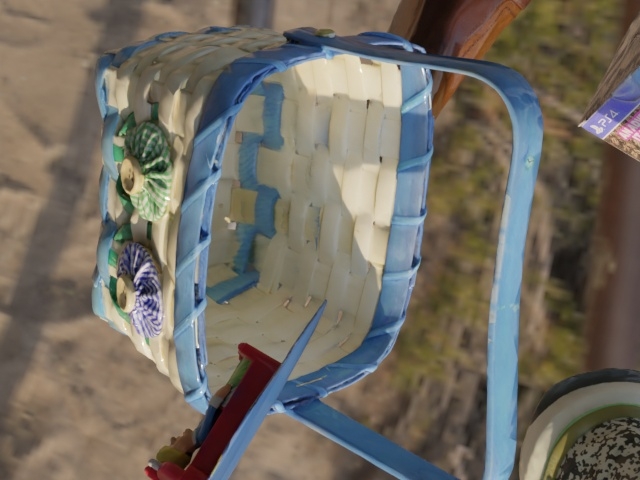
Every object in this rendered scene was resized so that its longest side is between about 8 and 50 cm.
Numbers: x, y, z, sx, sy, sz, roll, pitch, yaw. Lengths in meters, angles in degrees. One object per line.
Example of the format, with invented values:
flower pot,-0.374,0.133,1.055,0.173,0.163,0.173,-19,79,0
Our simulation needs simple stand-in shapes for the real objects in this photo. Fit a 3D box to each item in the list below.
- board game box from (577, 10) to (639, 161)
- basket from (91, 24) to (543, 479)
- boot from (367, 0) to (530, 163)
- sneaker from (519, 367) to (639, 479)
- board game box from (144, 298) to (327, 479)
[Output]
board game box,0.424,-0.126,1.702,0.291,0.232,0.141,30,70,-2
basket,0.000,0.000,1.083,0.201,0.289,0.254,-20,119,-48
boot,0.075,-0.136,1.298,0.096,0.264,0.280,38,49,-7
sneaker,0.223,0.317,1.452,0.158,0.182,0.410,-4,109,-6
board game box,-0.053,0.091,0.879,0.133,0.033,0.168,-62,176,35
